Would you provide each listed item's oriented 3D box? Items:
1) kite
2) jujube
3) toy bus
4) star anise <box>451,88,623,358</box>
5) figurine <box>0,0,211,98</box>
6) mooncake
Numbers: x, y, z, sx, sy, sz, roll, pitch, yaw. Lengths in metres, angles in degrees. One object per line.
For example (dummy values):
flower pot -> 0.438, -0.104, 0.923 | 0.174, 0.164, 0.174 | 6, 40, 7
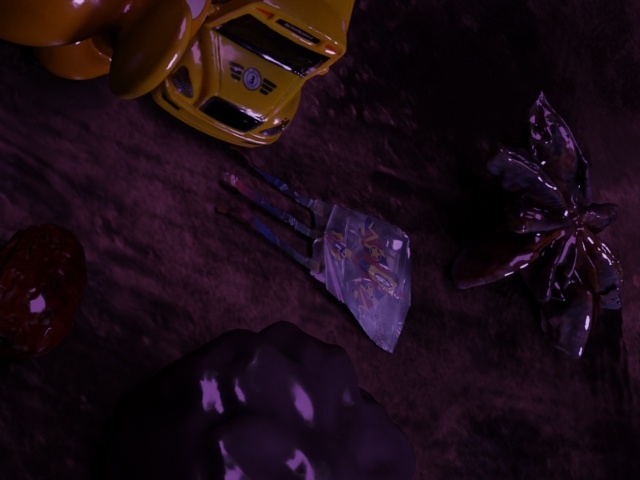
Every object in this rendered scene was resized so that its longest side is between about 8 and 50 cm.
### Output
kite -> 0.001, -0.001, 1.807 | 0.245, 0.015, 0.141 | 33, 45, -30
jujube -> -0.220, 0.037, 1.499 | 0.077, 0.077, 0.129 | 45, 32, -19
toy bus -> -0.041, -0.257, 1.754 | 0.145, 0.151, 0.331 | 25, 70, -35
star anise -> 0.231, -0.014, 1.987 | 0.282, 0.129, 0.212 | 38, 49, -38
figurine -> -0.192, -0.217, 1.577 | 0.228, 0.215, 0.215 | 31, 47, -22
mooncake -> -0.031, 0.204, 1.551 | 0.283, 0.141, 0.283 | 26, 52, -38
